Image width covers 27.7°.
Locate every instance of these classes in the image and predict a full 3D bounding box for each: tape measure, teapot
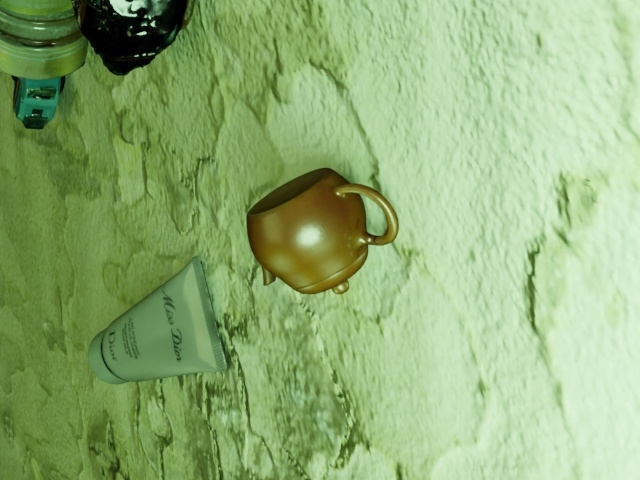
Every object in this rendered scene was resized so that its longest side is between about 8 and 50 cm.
[{"bbox_3d":[-0.224,-0.318,1.496,0.202,0.135,0.223,161,105,-74],"label":"tape measure"},{"bbox_3d":[-0.449,-0.253,2.064,0.146,0.081,0.125,123,143,-55],"label":"tape measure"},{"bbox_3d":[0.000,0.000,1.169,0.173,0.116,0.116,-20,79,37],"label":"teapot"}]

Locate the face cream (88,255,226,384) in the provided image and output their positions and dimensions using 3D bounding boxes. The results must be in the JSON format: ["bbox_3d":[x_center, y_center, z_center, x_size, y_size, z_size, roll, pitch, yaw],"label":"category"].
[{"bbox_3d":[-0.206,0.124,1.680,0.314,0.089,0.143,-25,75,53],"label":"face cream"}]

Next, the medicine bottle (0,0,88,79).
[{"bbox_3d":[-0.389,-0.398,1.801,0.151,0.151,0.322,58,147,41],"label":"medicine bottle"}]
